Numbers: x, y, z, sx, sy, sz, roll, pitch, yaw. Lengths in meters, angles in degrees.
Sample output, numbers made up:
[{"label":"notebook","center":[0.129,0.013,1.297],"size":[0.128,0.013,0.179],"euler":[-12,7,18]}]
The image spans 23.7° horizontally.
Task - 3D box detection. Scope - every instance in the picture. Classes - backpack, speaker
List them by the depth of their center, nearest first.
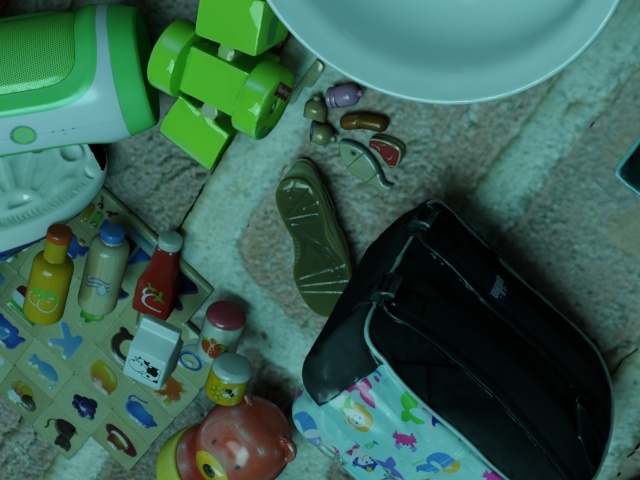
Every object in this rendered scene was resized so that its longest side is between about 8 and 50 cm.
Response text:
[{"label":"backpack","center":[0.117,0.125,1.283],"size":[0.253,0.225,0.191],"euler":[37,133,-7]},{"label":"speaker","center":[-0.299,-0.132,1.359],"size":[0.297,0.131,0.131],"euler":[-9,116,2]}]

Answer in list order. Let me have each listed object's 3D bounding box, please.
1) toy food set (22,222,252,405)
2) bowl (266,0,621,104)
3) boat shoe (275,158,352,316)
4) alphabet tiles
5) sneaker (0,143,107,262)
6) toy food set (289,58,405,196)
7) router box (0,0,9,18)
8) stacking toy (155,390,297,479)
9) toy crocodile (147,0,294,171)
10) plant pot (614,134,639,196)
[{"label":"toy food set","center":[-0.158,0.057,1.458],"size":[0.232,0.111,0.104],"euler":[25,126,9]},{"label":"bowl","center":[0.094,-0.259,1.114],"size":[0.298,0.134,0.297],"euler":[9,120,16]},{"label":"boat shoe","center":[-0.002,0.000,1.397],"size":[0.056,0.048,0.153],"euler":[-9,120,20]},{"label":"alphabet tiles","center":[-0.256,0.090,1.611],"size":[0.285,0.011,0.342],"euler":[42,129,1]},{"label":"sneaker","center":[-0.366,0.004,1.517],"size":[0.130,0.323,0.236],"euler":[60,163,14]},{"label":"toy food set","center":[0.025,-0.098,1.332],"size":[0.122,0.019,0.078],"euler":[41,129,2]},{"label":"router box","center":[-0.467,-0.276,1.469],"size":[0.335,0.082,0.301],"euler":[38,129,6]},{"label":"stacking toy","center":[-0.041,0.309,1.450],"size":[0.309,0.279,0.130],"euler":[39,131,-1]},{"label":"toy crocodile","center":[-0.060,-0.202,1.278],"size":[0.115,0.105,0.340],"euler":[27,123,14]},{"label":"plant pot","center":[0.338,-0.101,1.012],"size":[0.165,0.234,0.165],"euler":[37,130,6]}]
